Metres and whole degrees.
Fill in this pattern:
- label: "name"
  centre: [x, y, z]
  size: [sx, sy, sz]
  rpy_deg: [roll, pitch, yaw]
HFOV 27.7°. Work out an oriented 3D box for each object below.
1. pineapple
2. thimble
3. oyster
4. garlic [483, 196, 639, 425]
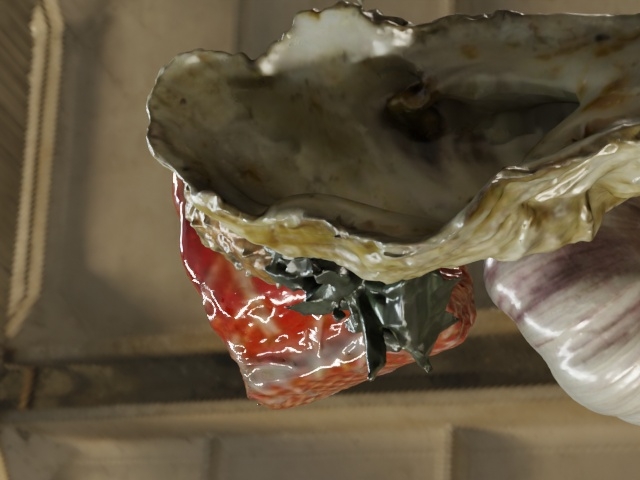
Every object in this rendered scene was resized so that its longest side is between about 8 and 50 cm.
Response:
- label: "pineapple"
  centre: [0.001, 0.000, 0.929]
  size: [0.128, 0.128, 0.248]
  rpy_deg: [-43, -137, -6]
- label: "thimble"
  centre: [0.007, -0.016, 1.295]
  size: [0.231, 0.350, 0.350]
  rpy_deg: [-21, -130, 13]
- label: "oyster"
  centre: [0.075, -0.051, 0.655]
  size: [0.341, 0.110, 0.166]
  rpy_deg: [-11, -127, 12]
- label: "garlic"
  centre: [0.298, 0.022, 1.133]
  size: [0.253, 0.245, 0.245]
  rpy_deg: [-37, -138, 33]
